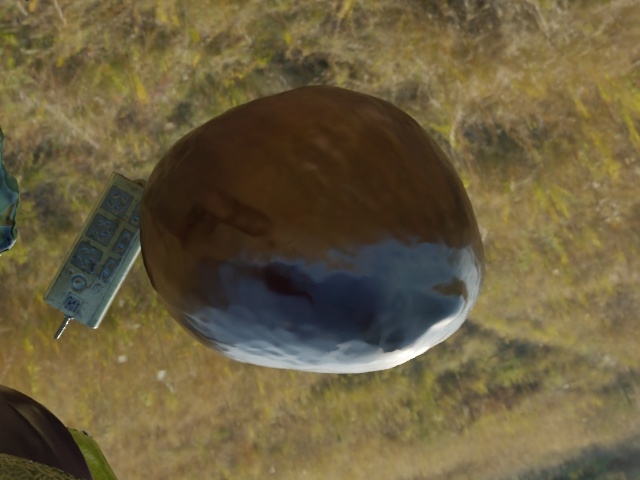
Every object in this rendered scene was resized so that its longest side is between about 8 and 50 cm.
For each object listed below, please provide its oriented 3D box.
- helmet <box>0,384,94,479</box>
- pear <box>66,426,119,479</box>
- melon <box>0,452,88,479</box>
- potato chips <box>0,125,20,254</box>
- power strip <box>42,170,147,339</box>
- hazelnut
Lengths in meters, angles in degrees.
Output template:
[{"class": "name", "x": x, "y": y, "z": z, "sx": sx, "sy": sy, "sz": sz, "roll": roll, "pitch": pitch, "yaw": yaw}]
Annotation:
[{"class": "helmet", "x": -0.259, "y": 0.238, "z": 0.574, "sx": 0.270, "sy": 0.338, "sz": 0.197, "roll": -13, "pitch": -165, "yaw": 1}, {"class": "pear", "x": -0.352, "y": 0.425, "z": 1.305, "sx": 0.164, "sy": 0.255, "sz": 0.238, "roll": -29, "pitch": 129, "yaw": -33}, {"class": "melon", "x": -0.135, "y": 0.144, "z": 0.302, "sx": 0.192, "sy": 0.139, "sz": 0.139, "roll": -4, "pitch": 162, "yaw": 12}, {"class": "potato chips", "x": -0.519, "y": -0.095, "z": 0.872, "sx": 0.389, "sy": 0.097, "sz": 0.373, "roll": -13, "pitch": 125, "yaw": 16}, {"class": "power strip", "x": -0.324, "y": 0.028, "z": 1.249, "sx": 0.268, "sy": 0.092, "sz": 0.034, "roll": -61, "pitch": 176, "yaw": 0}, {"class": "hazelnut", "x": 0.000, "y": 0.000, "z": 1.033, "sx": 0.420, "sy": 0.421, "sz": 0.353, "roll": 7, "pitch": 118, "yaw": -49}]
